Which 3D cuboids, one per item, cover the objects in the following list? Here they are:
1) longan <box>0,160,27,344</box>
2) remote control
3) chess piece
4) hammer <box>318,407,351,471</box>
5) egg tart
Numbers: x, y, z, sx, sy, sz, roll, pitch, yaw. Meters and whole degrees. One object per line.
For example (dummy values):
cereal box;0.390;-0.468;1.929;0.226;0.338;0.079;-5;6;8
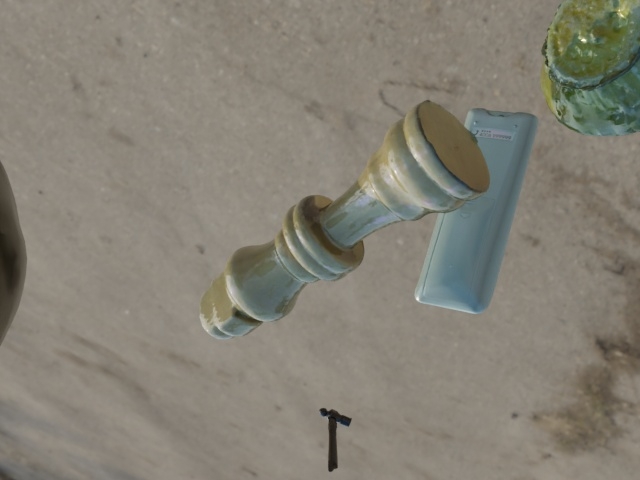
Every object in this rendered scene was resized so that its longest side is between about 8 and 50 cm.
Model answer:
longan;-0.429;0.007;0.760;0.361;0.361;0.361;23;155;11
remote control;0.208;-0.047;1.270;0.103;0.293;0.051;10;162;27
chess piece;0.000;0.000;1.065;0.397;0.117;0.117;-35;119;30
hammer;0.027;0.366;1.736;0.065;0.178;0.021;20;112;-8
egg tart;0.293;-0.192;0.943;0.078;0.197;0.197;18;166;-38
